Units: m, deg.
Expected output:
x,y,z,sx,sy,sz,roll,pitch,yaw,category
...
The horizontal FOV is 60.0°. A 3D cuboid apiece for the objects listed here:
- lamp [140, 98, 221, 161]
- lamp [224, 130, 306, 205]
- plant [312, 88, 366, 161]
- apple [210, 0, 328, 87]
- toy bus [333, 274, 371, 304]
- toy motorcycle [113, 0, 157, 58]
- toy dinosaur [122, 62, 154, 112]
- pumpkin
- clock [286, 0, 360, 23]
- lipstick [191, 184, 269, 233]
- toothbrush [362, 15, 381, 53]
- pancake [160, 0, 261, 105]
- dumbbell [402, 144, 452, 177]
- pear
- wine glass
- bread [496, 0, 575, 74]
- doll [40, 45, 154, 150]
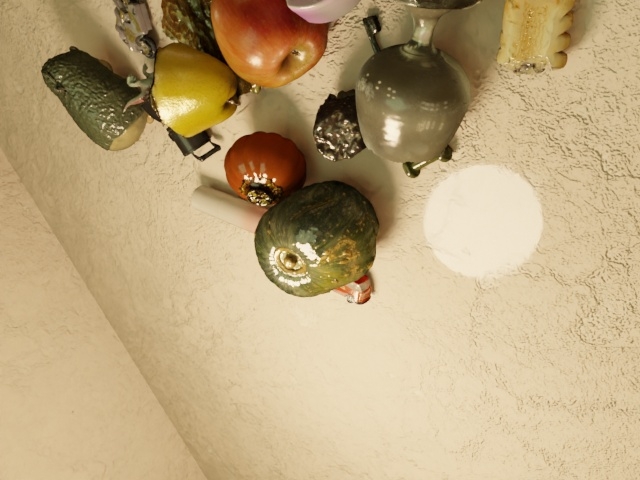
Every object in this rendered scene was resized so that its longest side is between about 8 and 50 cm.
x,y,z,sx,sy,sz,roll,pitch,yaw,category
-0.420,-0.347,1.681,0.172,0.147,0.227,1,126,57,lamp
-0.146,-0.190,1.479,0.223,0.196,0.223,5,150,3,lamp
0.057,-0.263,1.259,0.132,0.194,0.129,-1,122,14,plant
-0.118,-0.476,1.229,0.241,0.242,0.242,58,141,18,apple
0.067,0.115,1.590,0.174,0.079,0.077,24,122,28,toy bus
-0.558,-0.643,1.635,0.152,0.073,0.224,5,121,44,toy motorcycle
-0.507,-0.463,1.659,0.167,0.053,0.242,41,99,21,toy dinosaur
0.000,0.000,1.429,0.328,0.257,0.291,-14,117,39,pumpkin
0.013,-0.585,1.018,0.339,0.102,0.338,1,92,22,clock
-0.263,-0.090,1.735,0.327,0.087,0.087,21,130,31,lipstick
0.158,-0.347,1.219,0.031,0.030,0.297,-12,108,36,toothbrush
-0.288,-0.564,1.466,0.426,0.067,0.305,47,146,5,pancake
0.239,-0.182,1.246,0.118,0.046,0.052,-26,93,48,dumbbell
-0.297,-0.395,1.431,0.178,0.267,0.266,-1,119,18,pear
0.187,-0.323,1.065,0.238,0.238,0.322,30,137,24,wine glass
0.376,-0.368,0.961,0.119,0.084,0.177,20,129,30,bread
-0.714,-0.461,1.786,0.350,0.247,0.247,40,142,-16,doll
